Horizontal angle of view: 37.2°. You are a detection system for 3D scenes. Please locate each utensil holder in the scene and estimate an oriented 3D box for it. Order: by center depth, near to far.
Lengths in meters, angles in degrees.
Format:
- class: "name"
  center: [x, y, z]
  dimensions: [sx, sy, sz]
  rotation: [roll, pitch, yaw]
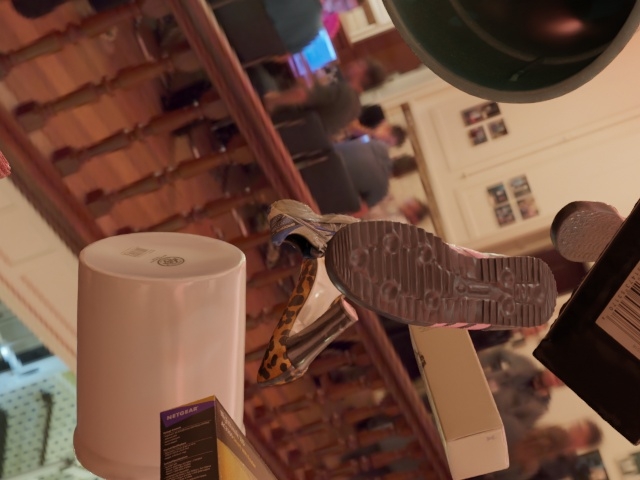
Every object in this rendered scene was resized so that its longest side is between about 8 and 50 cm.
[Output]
- class: "utensil holder"
  center: [-0.294, 0.208, 1.773]
  dimensions: [0.327, 0.327, 0.386]
  rotation: [-71, 167, -73]

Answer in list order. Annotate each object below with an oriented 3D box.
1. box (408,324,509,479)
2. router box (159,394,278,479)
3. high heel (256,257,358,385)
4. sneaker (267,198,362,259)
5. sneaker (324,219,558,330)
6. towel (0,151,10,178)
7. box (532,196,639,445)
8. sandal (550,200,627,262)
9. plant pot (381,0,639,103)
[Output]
- class: "box"
  center: [0.220, 0.241, 1.542]
  dimensions: [0.275, 0.094, 0.113]
  rotation: [-102, 177, -51]
- class: "router box"
  center: [-0.100, 0.380, 1.184]
  dimensions: [0.243, 0.081, 0.309]
  rotation: [-101, 169, -45]
- class: "high heel"
  center: [-0.041, 0.115, 1.509]
  dimensions: [0.093, 0.186, 0.261]
  rotation: [45, 12, -23]
- class: "sneaker"
  center: [0.000, 0.000, 1.097]
  dimensions: [0.052, 0.135, 0.058]
  rotation: [130, -31, -54]
- class: "sneaker"
  center: [0.120, 0.053, 1.105]
  dimensions: [0.319, 0.131, 0.112]
  rotation: [15, 77, -31]
- class: "towel"
  center: [-0.580, -0.071, 1.187]
  dimensions: [0.037, 0.329, 0.237]
  rotation: [49, -10, 32]
- class: "box"
  center: [0.249, 0.036, 0.630]
  dimensions: [0.158, 0.156, 0.093]
  rotation: [-7, 43, -49]
- class: "sandal"
  center: [0.408, -0.012, 1.372]
  dimensions: [0.254, 0.097, 0.054]
  rotation: [14, 40, -44]
- class: "plant pot"
  center: [0.280, -0.356, 1.017]
  dimensions: [0.334, 0.341, 0.341]
  rotation: [-28, 102, -39]
